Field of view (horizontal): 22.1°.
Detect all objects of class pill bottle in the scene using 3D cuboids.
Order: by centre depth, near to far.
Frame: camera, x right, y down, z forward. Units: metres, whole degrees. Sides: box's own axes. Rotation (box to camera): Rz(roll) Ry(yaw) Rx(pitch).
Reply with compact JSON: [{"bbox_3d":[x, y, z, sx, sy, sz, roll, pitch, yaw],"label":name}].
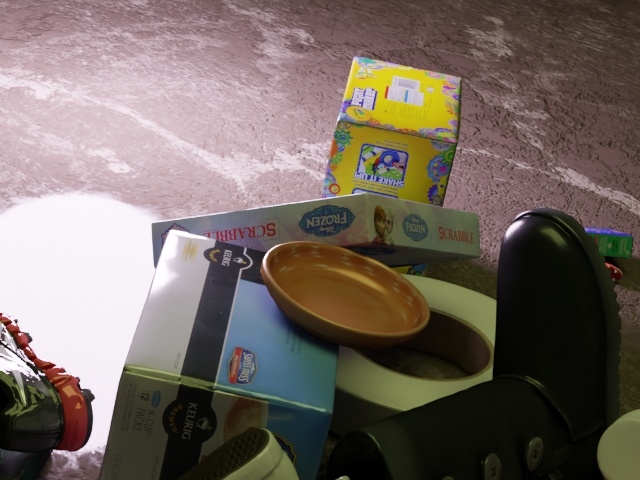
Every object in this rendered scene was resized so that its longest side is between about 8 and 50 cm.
[{"bbox_3d":[0.406,0.263,1.940,0.117,0.117,0.215,29,5,34],"label":"pill bottle"}]

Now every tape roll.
[{"bbox_3d":[0.125,0.160,2.188,0.392,0.072,0.392,8,25,-4],"label":"tape roll"}]

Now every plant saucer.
[{"bbox_3d":[0.025,0.066,1.859,0.200,0.037,0.200,17,24,-8],"label":"plant saucer"}]

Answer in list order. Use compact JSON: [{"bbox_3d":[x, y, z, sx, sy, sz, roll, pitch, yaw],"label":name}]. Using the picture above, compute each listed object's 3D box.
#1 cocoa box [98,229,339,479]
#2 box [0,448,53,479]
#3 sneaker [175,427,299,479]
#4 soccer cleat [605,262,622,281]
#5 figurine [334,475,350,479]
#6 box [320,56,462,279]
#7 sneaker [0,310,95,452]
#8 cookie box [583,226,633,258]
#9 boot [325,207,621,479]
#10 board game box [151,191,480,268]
[{"bbox_3d":[-0.107,0.178,1.863,0.228,0.231,0.347,13,25,-3],"label":"cocoa box"},{"bbox_3d":[-0.443,0.260,1.765,0.232,0.058,0.322,12,25,4],"label":"box"},{"bbox_3d":[-0.143,0.318,1.657,0.290,0.123,0.106,-31,24,0],"label":"sneaker"},{"bbox_3d":[0.443,0.042,2.615,0.083,0.029,0.035,14,29,19],"label":"soccer cleat"},{"bbox_3d":[-0.068,0.327,1.593,0.215,0.209,0.092,-9,31,-36],"label":"figurine"},{"bbox_3d":[0.097,-0.087,2.452,0.177,0.279,0.290,11,24,1],"label":"box"},{"bbox_3d":[-0.377,0.153,1.840,0.135,0.098,0.276,-9,32,-42],"label":"sneaker"},{"bbox_3d":[0.439,0.001,2.655,0.107,0.040,0.092,4,6,-13],"label":"cookie box"},{"bbox_3d":[0.166,0.180,1.853,0.445,0.367,0.146,-16,6,-44],"label":"boot"},{"bbox_3d":[0.000,0.000,2.137,0.318,0.066,0.318,-7,-7,30],"label":"board game box"}]
